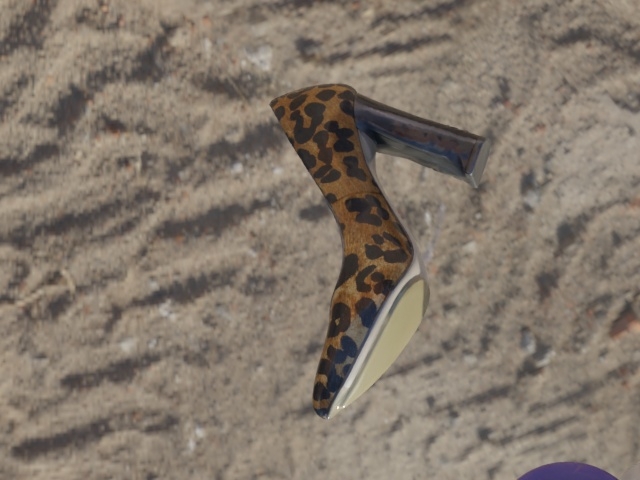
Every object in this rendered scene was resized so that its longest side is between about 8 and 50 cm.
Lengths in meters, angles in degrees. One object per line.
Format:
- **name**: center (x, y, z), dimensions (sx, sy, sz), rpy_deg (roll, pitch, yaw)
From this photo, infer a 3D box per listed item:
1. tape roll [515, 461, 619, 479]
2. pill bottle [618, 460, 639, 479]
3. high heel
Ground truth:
- **tape roll**: center (0.295, 0.358, 1.447), dimensions (0.189, 0.189, 0.080), rpy_deg (-24, 167, 4)
- **pill bottle**: center (0.355, 0.266, 0.898), dimensions (0.283, 0.160, 0.160), rpy_deg (16, 121, -3)
- **high heel**: center (0.000, 0.000, 0.958), dimensions (0.186, 0.261, 0.093), rpy_deg (20, 160, 20)
